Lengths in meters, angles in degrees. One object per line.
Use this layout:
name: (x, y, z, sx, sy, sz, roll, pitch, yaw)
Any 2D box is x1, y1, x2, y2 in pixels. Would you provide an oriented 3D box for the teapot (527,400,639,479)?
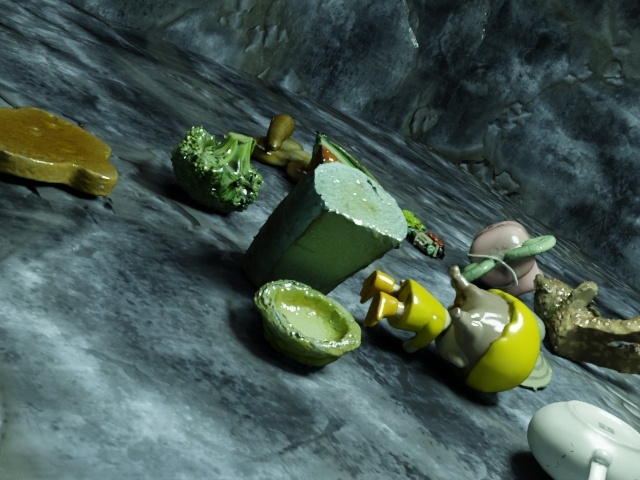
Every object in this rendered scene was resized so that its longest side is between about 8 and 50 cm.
teapot: (0.420, 0.355, 1.295, 0.208, 0.166, 0.300, 39, 25, 11)

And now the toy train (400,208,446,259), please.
toy train: (0.282, -0.021, 2.378, 0.085, 0.053, 0.249, 9, 24, -29)

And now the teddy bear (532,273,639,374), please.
teddy bear: (0.682, 0.205, 2.046, 0.296, 0.246, 0.222, -2, 40, 22)

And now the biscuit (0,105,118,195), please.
biscuit: (-0.504, -0.161, 1.508, 0.287, 0.057, 0.344, 28, 16, 2)

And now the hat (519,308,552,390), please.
hat: (0.420, 0.197, 1.759, 0.252, 0.110, 0.252, 23, 24, -11)

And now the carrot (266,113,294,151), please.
carrot: (-0.124, -0.302, 2.342, 0.078, 0.078, 0.298, 26, 21, -6)

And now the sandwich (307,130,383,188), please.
sandwich: (0.059, -0.145, 2.229, 0.292, 0.109, 0.212, 36, 32, -10)

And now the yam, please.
yam: (-0.002, -0.004, 1.491, 0.202, 0.271, 0.201, 29, 32, -19)

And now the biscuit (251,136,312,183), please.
biscuit: (-0.079, -0.239, 2.437, 0.237, 0.062, 0.291, 31, 16, 10)

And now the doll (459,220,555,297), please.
doll: (0.499, 0.061, 2.173, 0.216, 0.284, 0.268, 65, 20, 1)

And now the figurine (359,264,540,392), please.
figurine: (0.247, 0.163, 1.532, 0.344, 0.187, 0.215, 20, 41, -12)

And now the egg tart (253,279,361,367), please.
egg tart: (-0.029, 0.140, 1.320, 0.197, 0.078, 0.197, 24, 18, -8)

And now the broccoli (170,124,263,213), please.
broccoli: (-0.213, -0.150, 1.750, 0.226, 0.176, 0.198, -6, 44, -27)
